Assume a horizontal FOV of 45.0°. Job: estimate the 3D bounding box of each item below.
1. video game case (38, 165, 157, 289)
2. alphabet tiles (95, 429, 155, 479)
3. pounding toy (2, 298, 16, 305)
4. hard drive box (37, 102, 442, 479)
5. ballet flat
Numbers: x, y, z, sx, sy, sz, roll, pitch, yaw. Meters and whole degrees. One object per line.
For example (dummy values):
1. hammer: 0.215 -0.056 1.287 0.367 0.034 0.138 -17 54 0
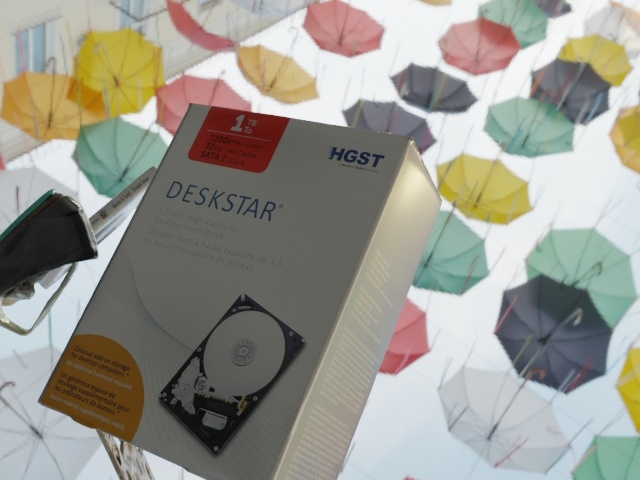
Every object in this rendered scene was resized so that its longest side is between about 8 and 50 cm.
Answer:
1. video game case: -0.271 -0.015 0.945 0.019 0.157 0.143 46 -130 -6
2. alphabet tiles: -0.263 0.301 1.077 0.009 0.237 0.198 -19 -158 -7
3. pounding toy: -0.584 0.041 1.350 0.270 0.154 0.154 63 -167 23
4. hard drive box: -0.047 0.038 0.513 0.181 0.089 0.232 12 -111 29
5. ballet flat: -0.237 0.049 0.535 0.203 0.074 0.074 -38 -120 0
